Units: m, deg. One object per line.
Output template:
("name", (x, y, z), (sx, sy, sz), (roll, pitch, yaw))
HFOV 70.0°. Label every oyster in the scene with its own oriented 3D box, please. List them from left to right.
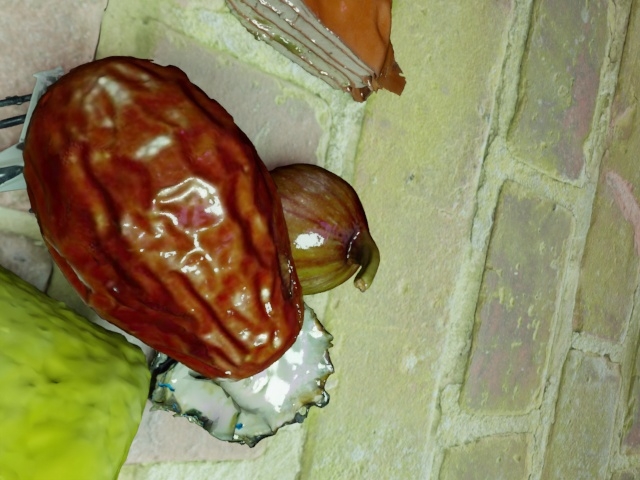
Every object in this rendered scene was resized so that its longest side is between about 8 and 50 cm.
("oyster", (-0.095, 0.170, 0.580), (0.259, 0.092, 0.199), (-9, 99, -40))

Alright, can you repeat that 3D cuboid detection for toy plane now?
("toy plane", (-0.271, -0.080, 0.448), (0.234, 0.082, 0.160), (-32, 119, -38))

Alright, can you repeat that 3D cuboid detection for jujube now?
("jujube", (-0.121, -0.014, 0.406), (0.197, 0.197, 0.291), (-35, 106, -24))

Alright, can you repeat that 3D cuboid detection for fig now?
("fig", (0.000, -0.004, 0.543), (0.175, 0.207, 0.175), (-33, 130, -52))

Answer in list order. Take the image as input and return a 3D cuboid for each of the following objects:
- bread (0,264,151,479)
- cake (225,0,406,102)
("bread", (-0.326, 0.152, 0.291), (0.307, 0.348, 0.348), (42, 73, -21))
("cake", (0.001, -0.291, 0.593), (0.287, 0.098, 0.135), (17, 87, -36))
